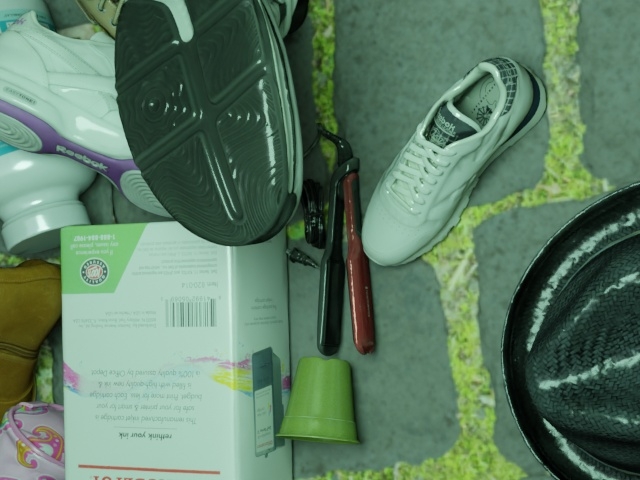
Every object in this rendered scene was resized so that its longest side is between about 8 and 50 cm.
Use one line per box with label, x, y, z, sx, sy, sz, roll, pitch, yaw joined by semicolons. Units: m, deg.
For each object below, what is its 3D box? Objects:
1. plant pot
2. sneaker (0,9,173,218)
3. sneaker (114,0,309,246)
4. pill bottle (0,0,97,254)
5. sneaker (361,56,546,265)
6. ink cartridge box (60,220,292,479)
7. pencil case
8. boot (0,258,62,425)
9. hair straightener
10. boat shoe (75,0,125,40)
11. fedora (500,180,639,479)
plant pot;0.001;0.155;1.304;0.083;0.083;0.079;-1;76;26
sneaker;-0.190;-0.126;1.333;0.114;0.305;0.152;-41;26;58
sneaker;-0.061;-0.193;1.216;0.169;0.257;0.447;-32;66;30
pill bottle;-0.325;-0.123;1.421;0.146;0.146;0.264;-23;80;24
sneaker;0.106;-0.074;1.238;0.090;0.095;0.235;42;109;19
ink cartridge box;-0.143;0.159;1.345;0.207;0.119;0.353;-2;88;26
pencil case;-0.352;0.305;1.448;0.124;0.124;0.284;43;109;20
boot;-0.374;0.130;1.408;0.104;0.211;0.295;46;109;20
hair straightener;0.000;0.000;1.315;0.089;0.047;0.230;-8;86;26
boat shoe;-0.205;-0.261;1.378;0.123;0.116;0.324;-46;71;19
fedora;0.288;0.086;1.104;0.334;0.152;0.334;-3;83;27
